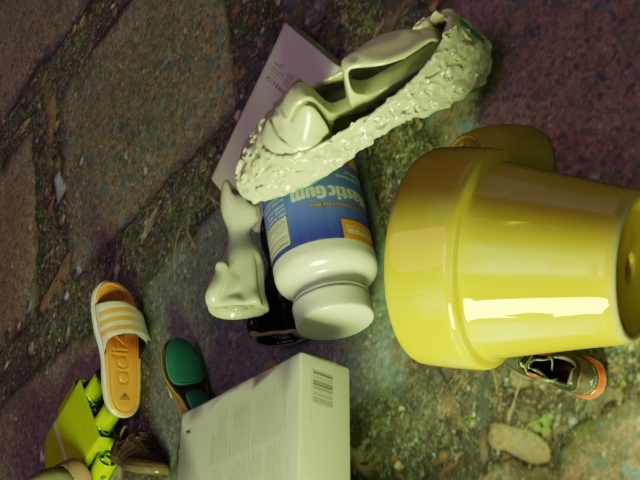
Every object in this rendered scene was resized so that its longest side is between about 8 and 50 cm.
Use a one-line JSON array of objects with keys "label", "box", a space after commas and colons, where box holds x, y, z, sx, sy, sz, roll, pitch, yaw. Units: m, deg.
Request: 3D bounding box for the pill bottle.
[{"label": "pill bottle", "box": [0.000, 0.000, 1.612, 0.152, 0.152, 0.272, -40, 50, 39]}]

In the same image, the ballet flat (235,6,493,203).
[{"label": "ballet flat", "box": [0.035, -0.198, 1.518, 0.409, 0.147, 0.147, -28, 53, 14]}]

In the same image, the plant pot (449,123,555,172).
[{"label": "plant pot", "box": [0.214, -0.091, 1.404, 0.134, 0.095, 0.134, -21, 63, 48]}]

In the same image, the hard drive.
[{"label": "hard drive", "box": [-0.073, -0.190, 1.868, 0.203, 0.040, 0.307, 49, 118, 49]}]

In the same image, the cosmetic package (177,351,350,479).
[{"label": "cosmetic package", "box": [-0.083, 0.371, 1.460, 0.284, 0.097, 0.377, -29, 48, 40]}]

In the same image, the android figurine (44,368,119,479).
[{"label": "android figurine", "box": [-0.472, 0.395, 2.197, 0.272, 0.056, 0.248, -59, 39, 21]}]

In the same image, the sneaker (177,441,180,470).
[{"label": "sneaker", "box": [-0.145, 0.428, 1.711, 0.124, 0.107, 0.283, -17, 73, 31]}]

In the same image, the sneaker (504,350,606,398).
[{"label": "sneaker", "box": [0.258, 0.138, 1.294, 0.158, 0.065, 0.061, 15, 91, 54]}]

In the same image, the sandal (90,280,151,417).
[{"label": "sandal", "box": [-0.364, 0.198, 2.091, 0.076, 0.102, 0.265, -28, 66, 45]}]

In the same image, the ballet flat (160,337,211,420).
[{"label": "ballet flat", "box": [-0.229, 0.268, 1.899, 0.073, 0.080, 0.232, -66, 35, 33]}]

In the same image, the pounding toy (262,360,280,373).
[{"label": "pounding toy", "box": [-0.063, 0.290, 1.659, 0.181, 0.094, 0.206, 2, 73, 57]}]

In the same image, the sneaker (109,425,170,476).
[{"label": "sneaker", "box": [-0.327, 0.378, 1.999, 0.188, 0.066, 0.071, 1, 79, 53]}]

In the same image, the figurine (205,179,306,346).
[{"label": "figurine", "box": [-0.097, 0.032, 1.694, 0.092, 0.215, 0.209, -11, 63, 22]}]

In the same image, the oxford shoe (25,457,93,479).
[{"label": "oxford shoe", "box": [-0.535, 0.604, 2.097, 0.141, 0.147, 0.396, 19, 107, 40]}]

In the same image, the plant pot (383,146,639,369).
[{"label": "plant pot", "box": [0.232, 0.024, 1.224, 0.239, 0.254, 0.253, 4, 81, 31]}]
